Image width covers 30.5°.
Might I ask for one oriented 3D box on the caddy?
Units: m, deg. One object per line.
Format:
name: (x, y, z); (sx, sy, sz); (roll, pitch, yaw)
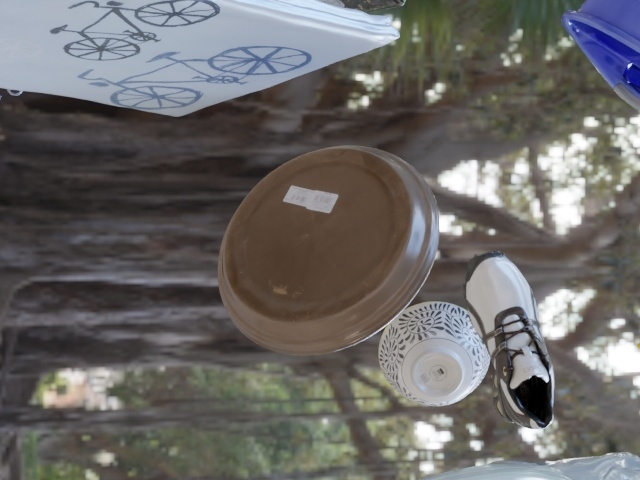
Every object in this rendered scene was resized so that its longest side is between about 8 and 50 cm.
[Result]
caddy: (0.516, -0.265, 1.717); (0.179, 0.341, 0.241); (-55, 163, 4)

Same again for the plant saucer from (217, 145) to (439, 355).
plant saucer: (0.000, 0.000, 1.355); (0.041, 0.278, 0.277); (52, 24, -51)

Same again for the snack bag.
snack bag: (-0.164, -0.167, 0.978); (0.323, 0.343, 0.037); (-10, -100, 48)

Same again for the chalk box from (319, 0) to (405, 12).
chalk box: (-0.031, -0.407, 1.357); (0.180, 0.289, 0.179); (2, -112, 50)

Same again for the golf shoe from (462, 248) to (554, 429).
golf shoe: (0.209, 0.106, 1.237); (0.094, 0.077, 0.198); (-143, -146, -77)

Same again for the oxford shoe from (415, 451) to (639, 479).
oxford shoe: (0.174, 0.246, 0.957); (0.130, 0.449, 0.169); (25, -77, 46)

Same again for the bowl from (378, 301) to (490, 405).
bowl: (0.171, 0.182, 1.740); (0.080, 0.170, 0.170); (-83, 176, -73)

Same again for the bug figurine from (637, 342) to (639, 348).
bug figurine: (0.625, 0.137, 1.831); (0.279, 0.216, 0.072); (-58, 164, 5)
